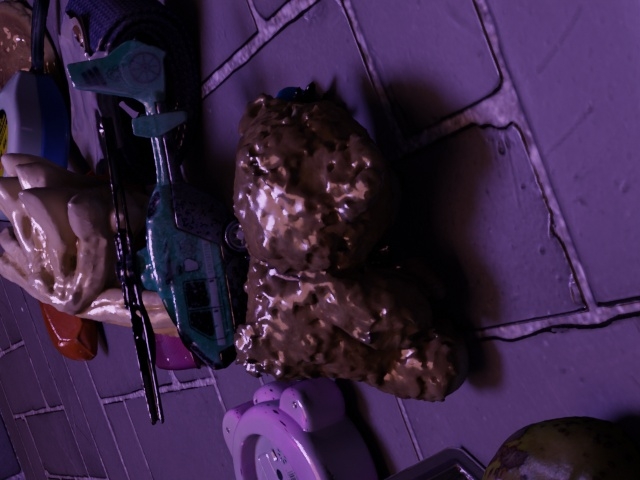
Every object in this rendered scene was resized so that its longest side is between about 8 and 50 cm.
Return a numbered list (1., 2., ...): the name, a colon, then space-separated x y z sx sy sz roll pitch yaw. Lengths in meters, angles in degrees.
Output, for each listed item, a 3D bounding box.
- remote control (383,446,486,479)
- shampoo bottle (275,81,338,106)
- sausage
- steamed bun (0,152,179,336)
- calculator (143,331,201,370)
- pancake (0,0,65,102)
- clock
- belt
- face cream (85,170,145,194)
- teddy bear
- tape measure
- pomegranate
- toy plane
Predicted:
1. remote control: 0.149 0.265 0.921 0.250 0.103 0.034 40 143 47
2. shampoo bottle: -0.027 -0.080 1.073 0.087 0.050 0.183 63 153 20
3. sausage: -0.443 0.127 1.967 0.179 0.089 0.089 64 153 17
4. steamed bun: -0.256 -0.003 1.308 0.428 0.247 0.189 17 112 41
5. calculator: -0.228 0.130 1.621 0.190 0.034 0.126 -16 95 65
6. pancake: -0.467 -0.262 1.779 0.242 0.050 0.242 34 137 38
7. clock: -0.014 0.263 1.247 0.227 0.090 0.248 64 151 10
8. belt: -0.223 -0.182 1.274 0.126 0.140 0.230 45 146 39
9. face cream: -0.324 -0.038 1.615 0.214 0.096 0.096 -26 84 63
10. teddy bear: 0.000 0.000 0.956 0.267 0.156 0.256 30 128 45
11. tape measure: -0.414 -0.177 1.636 0.351 0.098 0.215 -58 38 41
12. pomegranate: 0.177 0.204 0.800 0.138 0.125 0.163 37 141 28
13. toy plane: -0.142 -0.014 1.135 0.106 0.155 0.381 -120 20 -79
